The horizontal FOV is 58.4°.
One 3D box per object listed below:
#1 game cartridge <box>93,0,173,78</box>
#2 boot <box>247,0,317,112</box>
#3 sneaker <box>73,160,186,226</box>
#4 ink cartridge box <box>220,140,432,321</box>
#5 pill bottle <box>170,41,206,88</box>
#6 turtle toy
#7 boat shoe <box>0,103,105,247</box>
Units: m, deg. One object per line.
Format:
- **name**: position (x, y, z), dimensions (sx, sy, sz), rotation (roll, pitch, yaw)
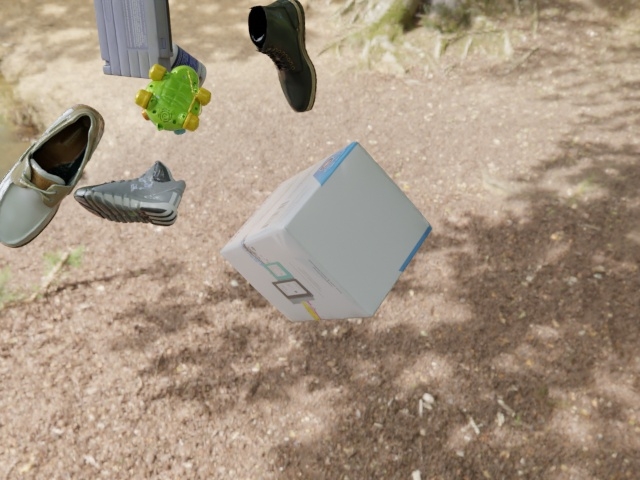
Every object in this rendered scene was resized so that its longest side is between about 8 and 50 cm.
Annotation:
- **game cartridge**: position (-0.488, -0.603, 1.476), dimensions (0.230, 0.355, 0.068), rotation (12, 26, 23)
- **boot**: position (-0.073, -0.310, 0.988), dimensions (0.077, 0.198, 0.137), rotation (-3, 22, 26)
- **sneaker**: position (-0.371, -0.105, 1.150), dimensions (0.228, 0.086, 0.132), rotation (10, 61, 14)
- **ink cartridge box**: position (0.000, 0.000, 0.968), dimensions (0.198, 0.197, 0.270), rotation (-51, 17, -26)
- **pill bottle**: position (-0.442, -0.524, 1.702), dimensions (0.112, 0.112, 0.186), rotation (38, 6, 40)
- **turtle toy**: position (-0.214, -0.210, 0.843), dimensions (0.095, 0.066, 0.130), rotation (26, 62, -16)
- **boat shoe**: position (-0.502, -0.119, 1.037), dimensions (0.113, 0.302, 0.103), rotation (31, -2, -22)
